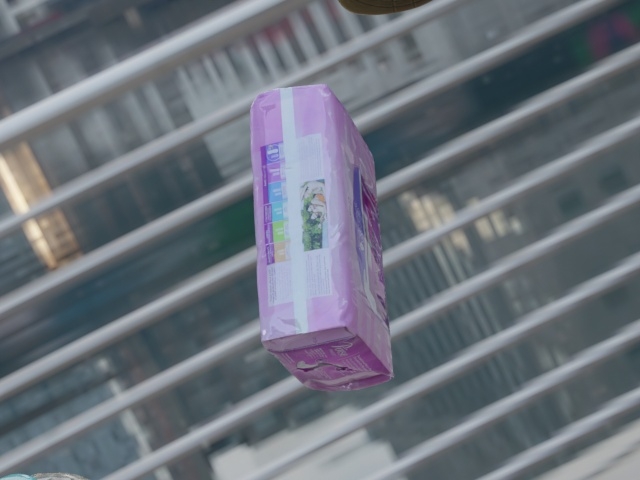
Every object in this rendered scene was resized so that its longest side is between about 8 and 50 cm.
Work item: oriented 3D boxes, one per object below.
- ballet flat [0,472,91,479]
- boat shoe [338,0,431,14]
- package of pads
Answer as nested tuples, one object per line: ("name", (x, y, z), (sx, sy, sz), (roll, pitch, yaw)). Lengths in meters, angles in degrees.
("ballet flat", (-0.104, 0.109, 0.377), (0.206, 0.067, 0.073), (-23, 37, 34))
("boat shoe", (0.059, -0.168, 1.030), (0.135, 0.050, 0.045), (-26, 28, -20))
("package of pads", (0.000, 0.000, 0.542), (0.032, 0.083, 0.050), (-12, -26, 15))
